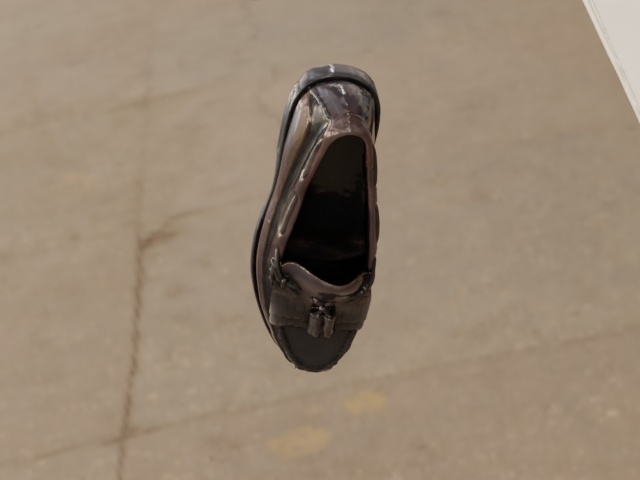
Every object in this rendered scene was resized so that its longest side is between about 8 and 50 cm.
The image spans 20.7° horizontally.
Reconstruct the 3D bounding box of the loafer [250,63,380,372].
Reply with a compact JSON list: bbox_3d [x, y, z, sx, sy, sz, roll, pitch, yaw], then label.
[{"bbox_3d":[0.000,0.000,1.500,0.109,0.302,0.095,0,33,-9],"label":"loafer"}]

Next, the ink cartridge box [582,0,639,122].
[{"bbox_3d":[0.247,-0.109,0.566,0.270,0.197,0.198,-37,-37,29],"label":"ink cartridge box"}]
